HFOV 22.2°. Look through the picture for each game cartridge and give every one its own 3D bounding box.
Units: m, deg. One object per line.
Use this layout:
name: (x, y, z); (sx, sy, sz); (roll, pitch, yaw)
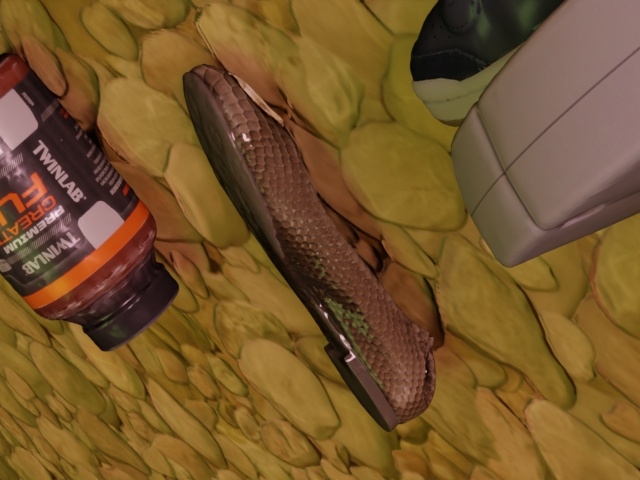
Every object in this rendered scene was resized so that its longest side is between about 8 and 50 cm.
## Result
game cartridge: (0.161, -0.080, 0.474); (0.062, 0.198, 0.297); (67, 153, 11)

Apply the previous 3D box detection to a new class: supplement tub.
supplement tub: (-0.181, -0.021, 1.088); (0.198, 0.106, 0.106); (51, 151, -14)

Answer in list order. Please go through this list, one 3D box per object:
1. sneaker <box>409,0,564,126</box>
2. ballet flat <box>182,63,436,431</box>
sneaker: (0.082, -0.152, 0.579); (0.153, 0.099, 0.282); (45, 147, -7)
ballet flat: (0.000, 0.000, 0.948); (0.250, 0.058, 0.084); (59, 170, -15)
